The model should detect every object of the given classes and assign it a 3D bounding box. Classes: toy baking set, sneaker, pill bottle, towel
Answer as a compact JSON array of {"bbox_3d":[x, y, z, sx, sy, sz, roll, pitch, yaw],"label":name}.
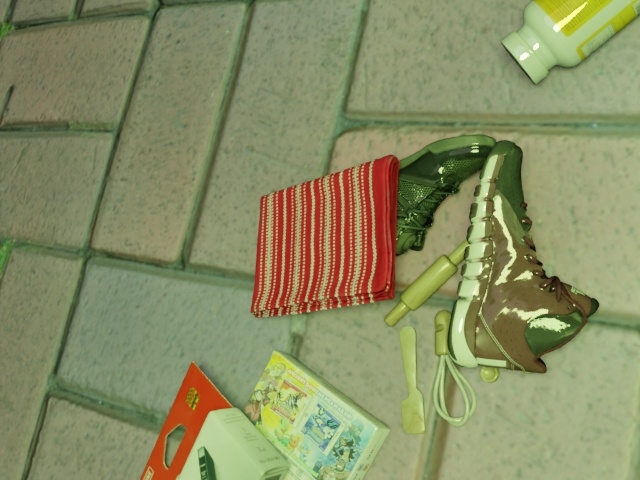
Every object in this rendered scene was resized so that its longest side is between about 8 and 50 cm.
[{"bbox_3d":[0.172,0.124,1.003,0.256,0.030,0.197,-42,57,15],"label":"toy baking set"},{"bbox_3d":[0.144,-0.055,1.048,0.227,0.087,0.130,-23,65,29],"label":"sneaker"},{"bbox_3d":[0.326,-0.288,0.990,0.184,0.103,0.103,-39,57,16],"label":"pill bottle"},{"bbox_3d":[0.000,0.000,1.086,0.274,0.031,0.199,-14,66,43],"label":"towel"},{"bbox_3d":[0.256,0.026,0.933,0.162,0.106,0.282,10,88,18],"label":"sneaker"}]

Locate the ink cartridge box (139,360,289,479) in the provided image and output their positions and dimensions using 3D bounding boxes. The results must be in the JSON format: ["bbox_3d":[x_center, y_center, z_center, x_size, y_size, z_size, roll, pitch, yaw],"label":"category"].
[{"bbox_3d":[-0.185,0.350,1.106,0.239,0.060,0.275,38,112,35],"label":"ink cartridge box"}]

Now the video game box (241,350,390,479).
[{"bbox_3d":[-0.030,0.283,1.073,0.205,0.048,0.187,31,96,36],"label":"video game box"}]
